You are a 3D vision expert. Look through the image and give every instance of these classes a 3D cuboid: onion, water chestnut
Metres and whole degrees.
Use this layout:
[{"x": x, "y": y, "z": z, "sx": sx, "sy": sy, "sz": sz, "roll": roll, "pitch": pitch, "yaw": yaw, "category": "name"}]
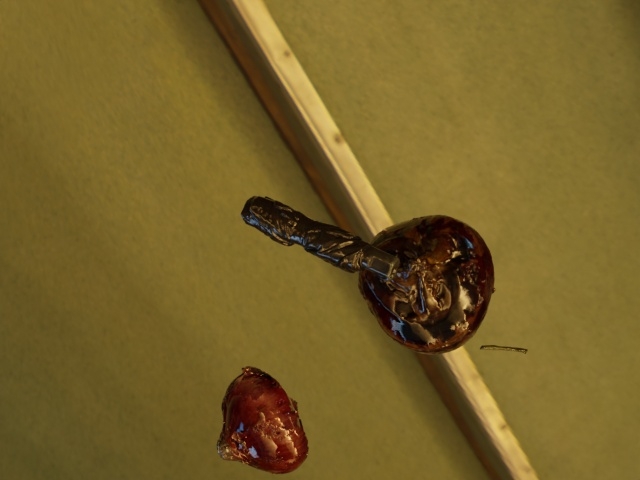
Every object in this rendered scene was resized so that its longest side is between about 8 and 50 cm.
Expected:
[{"x": -0.103, "y": 0.295, "z": 1.722, "sx": 0.147, "sy": 0.184, "sz": 0.184, "roll": -22, "pitch": 123, "yaw": -26, "category": "onion"}, {"x": 0.165, "y": 0.066, "z": 1.723, "sx": 0.223, "sy": 0.238, "sz": 0.224, "roll": -1, "pitch": 87, "yaw": 14, "category": "water chestnut"}]

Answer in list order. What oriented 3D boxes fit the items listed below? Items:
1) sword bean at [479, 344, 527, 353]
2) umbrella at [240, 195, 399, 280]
[{"x": 0.318, "y": 0.188, "z": 1.879, "sx": 0.083, "sy": 0.012, "sz": 0.012, "roll": 5, "pitch": 116, "yaw": 0, "category": "sword bean"}, {"x": 0.000, "y": 0.000, "z": 1.492, "sx": 0.066, "sy": 0.235, "sz": 0.059, "roll": -17, "pitch": 129, "yaw": -63, "category": "umbrella"}]
